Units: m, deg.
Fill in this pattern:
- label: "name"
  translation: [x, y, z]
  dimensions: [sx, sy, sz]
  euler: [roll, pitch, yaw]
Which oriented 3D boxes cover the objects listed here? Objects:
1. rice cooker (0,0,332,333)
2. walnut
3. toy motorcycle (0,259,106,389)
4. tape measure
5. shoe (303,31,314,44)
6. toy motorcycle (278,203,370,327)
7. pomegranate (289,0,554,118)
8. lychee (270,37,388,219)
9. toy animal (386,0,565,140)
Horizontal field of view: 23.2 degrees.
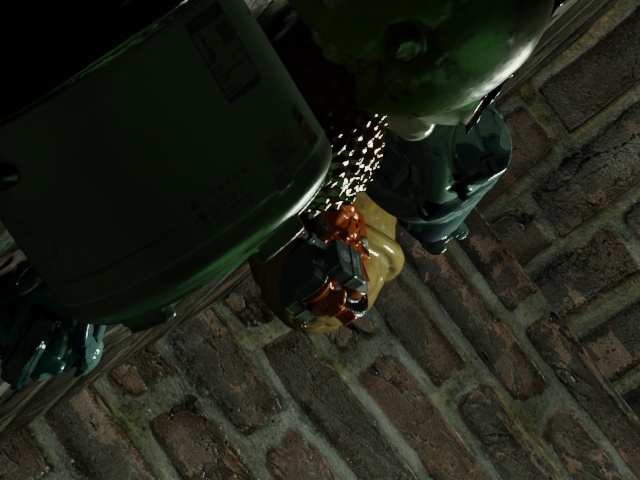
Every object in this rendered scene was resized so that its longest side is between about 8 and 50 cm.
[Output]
- label: "rice cooker"
  translation: [-0.133, -0.082, 1.083]
  dimensions: [0.280, 0.227, 0.241]
  euler: [-43, -161, -32]
- label: "walnut"
  translation: [0.000, 0.000, 2.573]
  dimensions: [0.285, 0.285, 0.296]
  euler: [129, -26, -72]
- label: "toy motorcycle"
  translation: [-0.319, 0.081, 1.886]
  dimensions: [0.206, 0.154, 0.260]
  euler: [-59, -174, -2]
- label: "tape measure"
  translation: [0.129, -0.143, 2.097]
  dimensions: [0.147, 0.275, 0.256]
  euler: [-29, 166, -28]
- label: "shoe"
  translation: [-0.023, -0.170, 1.811]
  dimensions: [0.100, 0.103, 0.251]
  euler: [-33, 169, -47]
- label: "toy motorcycle"
  translation: [-0.016, -0.033, 2.275]
  dimensions: [0.148, 0.221, 0.326]
  euler: [-37, -139, 29]
- label: "pomegranate"
  translation: [0.087, -0.240, 1.382]
  dimensions: [0.236, 0.236, 0.302]
  euler: [-39, -162, 19]
- label: "lychee"
  translation: [-0.034, -0.116, 1.676]
  dimensions: [0.238, 0.200, 0.200]
  euler: [-26, 170, -33]
- label: "toy animal"
  translation: [0.180, -0.268, 1.768]
  dimensions: [0.325, 0.154, 0.208]
  euler: [-57, -177, -19]
